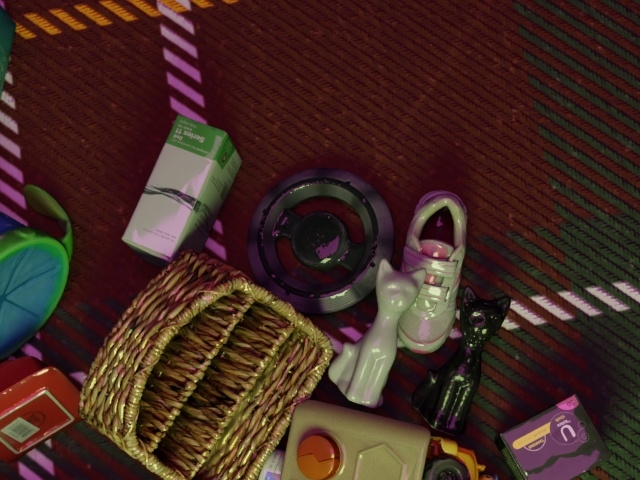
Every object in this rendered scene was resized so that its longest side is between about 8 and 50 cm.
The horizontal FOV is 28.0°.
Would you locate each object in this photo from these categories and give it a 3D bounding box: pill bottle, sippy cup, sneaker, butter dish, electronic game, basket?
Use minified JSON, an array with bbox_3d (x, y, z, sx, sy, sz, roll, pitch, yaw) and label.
[{"bbox_3d":[-0.018,0.356,1.856,0.137,0.078,0.078,17,79,8],"label":"pill bottle"},{"bbox_3d":[-0.533,0.035,1.902,0.224,0.305,0.240,34,110,21],"label":"sippy cup"},{"bbox_3d":[0.159,0.040,1.894,0.102,0.111,0.252,6,81,6],"label":"sneaker"},{"bbox_3d":[-0.445,0.227,1.896,0.159,0.160,0.118,-32,55,-4],"label":"butter dish"},{"bbox_3d":[0.000,0.000,1.949,0.229,0.048,0.229,-3,75,11],"label":"electronic game"},{"bbox_3d":[-0.164,0.188,1.806,0.223,0.213,0.299,30,80,32],"label":"basket"}]

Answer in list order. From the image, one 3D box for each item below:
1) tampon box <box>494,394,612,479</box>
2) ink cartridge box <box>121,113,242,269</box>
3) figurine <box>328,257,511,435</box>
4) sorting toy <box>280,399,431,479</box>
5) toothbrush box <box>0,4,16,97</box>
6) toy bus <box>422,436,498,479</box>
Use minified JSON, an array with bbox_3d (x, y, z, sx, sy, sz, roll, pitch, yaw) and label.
[{"bbox_3d":[0.322,0.292,1.803,0.120,0.161,0.101,-28,77,-3],"label":"tampon box"},{"bbox_3d":[-0.205,-0.062,1.925,0.086,0.153,0.208,21,79,9],"label":"ink cartridge box"},{"bbox_3d":[0.144,0.145,1.831,0.214,0.092,0.210,19,101,-10],"label":"figurine"},{"bbox_3d":[0.072,0.353,1.732,0.307,0.041,0.229,9,82,30],"label":"sorting toy"},{"bbox_3d":[-0.581,-0.241,1.960,0.126,0.216,0.296,7,79,6],"label":"toothbrush box"},{"bbox_3d":[0.220,0.400,1.805,0.211,0.149,0.220,10,76,-7],"label":"toy bus"}]
